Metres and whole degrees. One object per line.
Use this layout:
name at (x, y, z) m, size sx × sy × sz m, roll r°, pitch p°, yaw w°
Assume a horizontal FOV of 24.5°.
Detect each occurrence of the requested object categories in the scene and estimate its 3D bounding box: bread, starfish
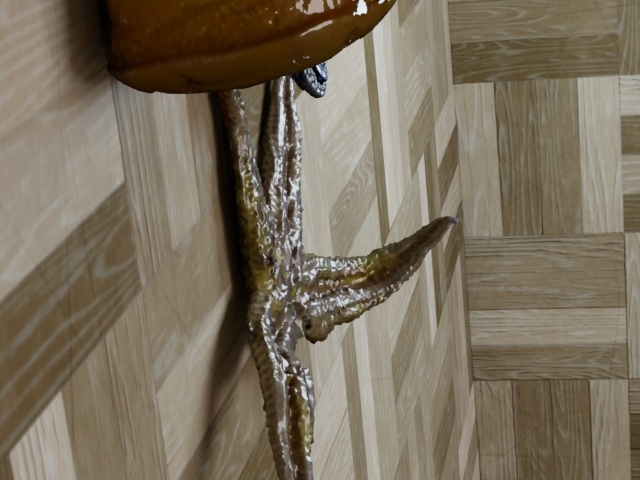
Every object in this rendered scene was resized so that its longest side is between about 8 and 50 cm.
bread at (-0.050, -0.183, 1.013) m, size 0.269 × 0.195 × 0.142 m, roll -52°, pitch 132°, yaw -66°
starfish at (-0.009, 0.002, 1.343) m, size 0.398 × 0.132 × 0.384 m, roll -20°, pitch 99°, yaw -62°

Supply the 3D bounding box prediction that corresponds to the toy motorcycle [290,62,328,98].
toy motorcycle at (-0.035, -0.220, 1.287) m, size 0.114 × 0.076 × 0.205 m, roll 46°, pitch 26°, yaw -50°
